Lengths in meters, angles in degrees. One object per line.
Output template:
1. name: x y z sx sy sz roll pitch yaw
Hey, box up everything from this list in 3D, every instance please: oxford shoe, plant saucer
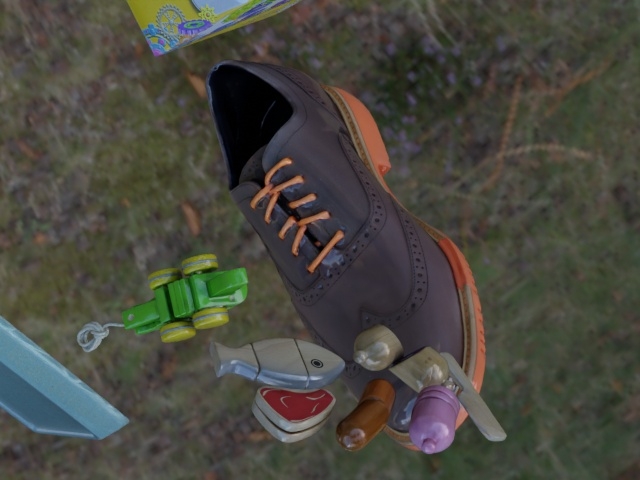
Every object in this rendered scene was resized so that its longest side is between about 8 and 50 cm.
1. oxford shoe: 0.000 0.000 0.755 0.098 0.271 0.097 26 114 -39
2. plant saucer: -0.172 0.041 0.659 0.192 0.067 0.018 46 56 -38

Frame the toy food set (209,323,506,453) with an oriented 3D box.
1. toy food set: 0.020 0.063 0.601 0.122 0.078 0.019 0 128 -31

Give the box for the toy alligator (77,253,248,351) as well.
1. toy alligator: -0.120 0.055 1.167 0.190 0.056 0.051 -23 165 35

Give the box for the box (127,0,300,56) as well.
1. box: -0.036 -0.327 0.978 0.279 0.290 0.177 -24 -175 33
